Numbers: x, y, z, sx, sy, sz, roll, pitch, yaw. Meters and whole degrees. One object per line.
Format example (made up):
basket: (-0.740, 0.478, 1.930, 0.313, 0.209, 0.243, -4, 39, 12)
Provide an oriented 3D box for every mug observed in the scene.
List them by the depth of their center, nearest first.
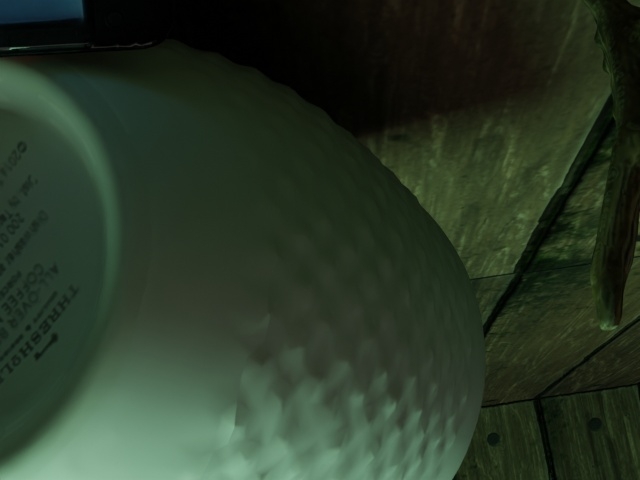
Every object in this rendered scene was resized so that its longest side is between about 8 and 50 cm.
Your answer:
mug: (-0.119, 0.072, 0.496, 0.374, 0.276, 0.328, -38, 158, 8)

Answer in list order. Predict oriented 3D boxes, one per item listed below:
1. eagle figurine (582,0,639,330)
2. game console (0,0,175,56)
eagle figurine: (0.268, -0.047, 0.498, 0.298, 0.226, 0.225, 16, -167, -18)
game console: (-0.118, -0.118, 0.293, 0.143, 0.124, 0.085, -5, -171, -9)
